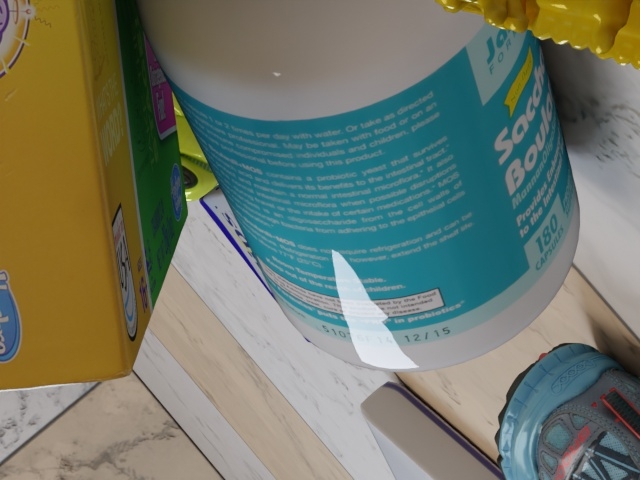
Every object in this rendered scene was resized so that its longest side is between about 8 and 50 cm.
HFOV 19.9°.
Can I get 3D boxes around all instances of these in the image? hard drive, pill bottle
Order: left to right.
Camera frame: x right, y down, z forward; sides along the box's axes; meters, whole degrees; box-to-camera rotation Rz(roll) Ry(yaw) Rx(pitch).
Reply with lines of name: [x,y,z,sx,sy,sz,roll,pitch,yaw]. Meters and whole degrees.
pill bottle: [0.015,-0.072,0.733,0.146,0.146,0.264,41,164,37]
hard drive: [0.149,0.264,1.454,0.210,0.040,0.319,39,163,39]

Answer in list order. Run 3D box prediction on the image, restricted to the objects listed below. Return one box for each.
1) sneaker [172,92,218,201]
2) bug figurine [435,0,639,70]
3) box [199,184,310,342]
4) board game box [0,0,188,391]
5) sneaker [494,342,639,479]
sneaker: [-0.155,-0.130,1.301,0.295,0.109,0.123,41,-173,30]
bug figurine: [0.104,-0.067,0.413,0.216,0.072,0.279,8,-168,-41]
box: [0.000,0.000,1.150,0.126,0.072,0.137,53,167,-9]
board game box: [-0.109,-0.131,0.679,0.242,0.064,0.317,-88,-8,-76]
sneaker: [0.182,0.178,0.968,0.125,0.104,0.262,29,155,53]
